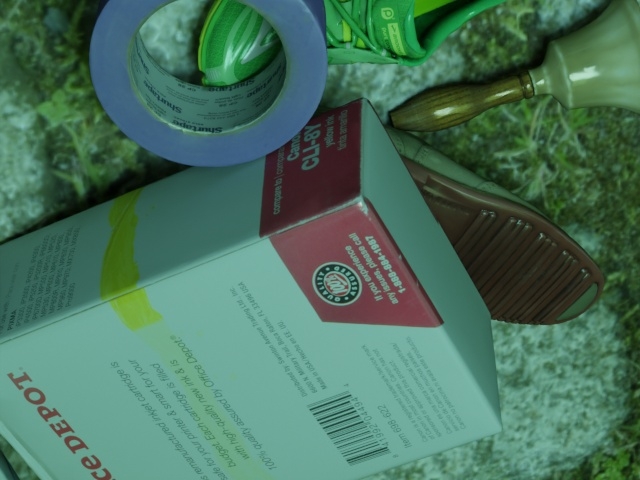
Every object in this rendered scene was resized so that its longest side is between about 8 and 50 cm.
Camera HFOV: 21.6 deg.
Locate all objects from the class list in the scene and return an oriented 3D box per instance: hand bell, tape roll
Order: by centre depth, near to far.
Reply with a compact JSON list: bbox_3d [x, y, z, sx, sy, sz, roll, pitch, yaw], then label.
[{"bbox_3d":[-0.089,-0.159,1.351,0.189,0.080,0.189,-1,124,-1],"label":"tape roll"},{"bbox_3d":[0.182,-0.144,1.563,0.242,0.126,0.126,-14,122,0],"label":"hand bell"}]

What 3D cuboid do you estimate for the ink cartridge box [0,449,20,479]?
[{"bbox_3d":[-0.342,0.245,1.545,0.127,0.072,0.175,-29,123,-7],"label":"ink cartridge box"}]

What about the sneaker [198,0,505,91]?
[{"bbox_3d":[0.031,-0.201,1.435,0.295,0.123,0.109,-24,123,-7],"label":"sneaker"}]

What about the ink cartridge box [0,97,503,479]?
[{"bbox_3d":[-0.075,0.084,1.444,0.385,0.160,0.279,-21,125,17],"label":"ink cartridge box"}]

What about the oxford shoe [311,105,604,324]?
[{"bbox_3d":[0.121,-0.033,1.553,0.348,0.130,0.123,29,119,-28],"label":"oxford shoe"}]
